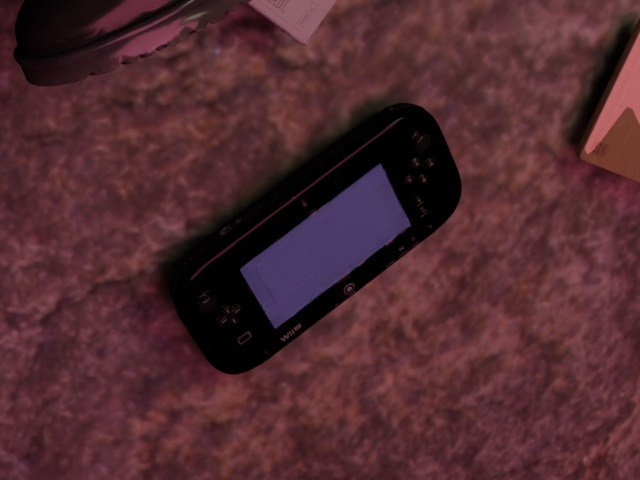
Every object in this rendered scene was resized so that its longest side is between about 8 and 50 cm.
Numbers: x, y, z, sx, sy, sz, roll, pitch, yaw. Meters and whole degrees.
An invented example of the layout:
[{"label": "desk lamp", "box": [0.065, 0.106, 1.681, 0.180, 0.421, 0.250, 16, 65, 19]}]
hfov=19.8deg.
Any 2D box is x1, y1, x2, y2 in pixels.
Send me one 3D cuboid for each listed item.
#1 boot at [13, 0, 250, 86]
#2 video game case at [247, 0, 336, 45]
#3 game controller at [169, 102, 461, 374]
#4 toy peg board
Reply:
[{"label": "boot", "box": [-0.160, -0.390, 1.411, 0.367, 0.146, 0.445, -31, 115, -15]}, {"label": "video game case", "box": [-0.042, -0.343, 1.611, 0.269, 0.061, 0.244, 34, 96, -38]}, {"label": "game controller", "box": [0.000, 0.000, 1.813, 0.319, 0.067, 0.166, -37, 127, -8]}, {"label": "toy peg board", "box": [0.363, -0.144, 1.961, 0.160, 0.079, 0.161, 19, 103, -20]}]
